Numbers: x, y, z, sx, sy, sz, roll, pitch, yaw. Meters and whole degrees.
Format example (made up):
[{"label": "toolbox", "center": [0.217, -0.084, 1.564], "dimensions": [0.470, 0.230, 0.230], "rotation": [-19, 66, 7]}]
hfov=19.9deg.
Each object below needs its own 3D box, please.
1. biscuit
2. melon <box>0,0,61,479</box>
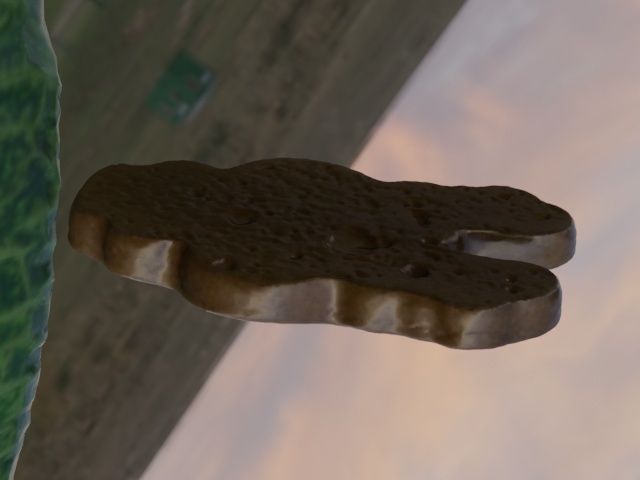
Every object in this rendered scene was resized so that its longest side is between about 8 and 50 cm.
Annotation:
[{"label": "biscuit", "center": [0.000, 0.003, 1.077], "dimensions": [0.186, 0.295, 0.044], "rotation": [-57, 154, -64]}, {"label": "melon", "center": [-0.277, 0.029, 0.511], "dimensions": [0.226, 0.343, 0.331], "rotation": [59, -43, 36]}]
